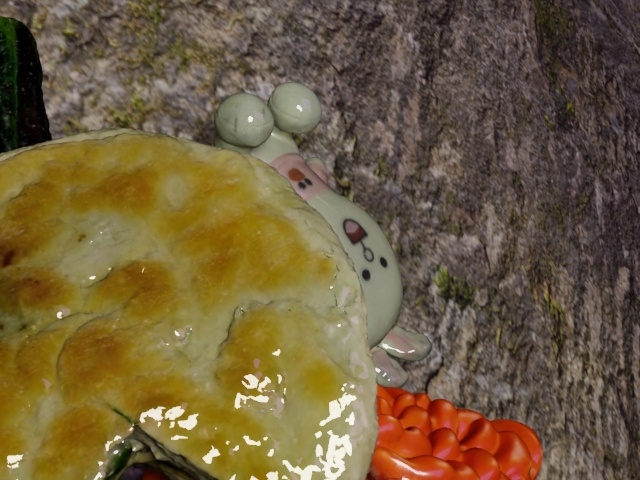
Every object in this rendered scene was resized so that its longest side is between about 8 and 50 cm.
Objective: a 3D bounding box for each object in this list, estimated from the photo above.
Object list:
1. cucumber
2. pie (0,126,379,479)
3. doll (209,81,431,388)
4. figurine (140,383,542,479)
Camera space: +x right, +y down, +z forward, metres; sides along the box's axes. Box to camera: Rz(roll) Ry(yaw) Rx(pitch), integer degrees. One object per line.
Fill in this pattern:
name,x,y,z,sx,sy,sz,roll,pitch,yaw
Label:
cucumber,-0.210,-0.053,0.761,0.074,0.074,0.241,22,44,-45
pie,-0.136,0.063,0.595,0.075,0.337,0.338,89,-4,-54
doll,-0.011,0.001,0.969,0.155,0.113,0.275,-39,104,-50
figurine,0.010,0.255,0.671,0.306,0.241,0.412,46,42,-33
